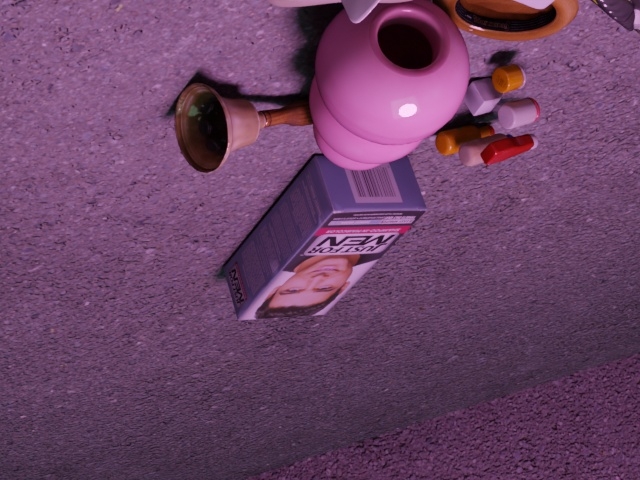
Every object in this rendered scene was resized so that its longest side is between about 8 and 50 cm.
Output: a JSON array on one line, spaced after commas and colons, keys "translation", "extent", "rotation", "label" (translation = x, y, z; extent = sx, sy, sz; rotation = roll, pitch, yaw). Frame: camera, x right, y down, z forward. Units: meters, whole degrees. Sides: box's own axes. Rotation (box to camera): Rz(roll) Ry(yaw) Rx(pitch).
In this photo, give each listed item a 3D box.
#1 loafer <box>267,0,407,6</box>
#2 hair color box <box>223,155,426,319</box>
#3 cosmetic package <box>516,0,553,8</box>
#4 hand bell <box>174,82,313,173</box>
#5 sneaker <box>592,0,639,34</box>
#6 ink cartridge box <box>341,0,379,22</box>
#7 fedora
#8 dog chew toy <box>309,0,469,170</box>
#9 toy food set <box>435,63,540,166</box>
[{"translation": [0.054, -0.347, 1.740], "extent": [0.269, 0.102, 0.092], "rotation": [-13, 161, -8], "label": "loafer"}, {"translation": [0.000, 0.000, 2.416], "extent": [0.185, 0.113, 0.374], "rotation": [-2, 152, -31], "label": "hair color box"}, {"translation": [0.297, -0.451, 1.618], "extent": [0.217, 0.156, 0.385], "rotation": [5, 148, -41], "label": "cosmetic package"}, {"translation": [-0.076, -0.174, 2.046], "extent": [0.242, 0.126, 0.126], "rotation": [-12, 158, -40], "label": "hand bell"}, {"translation": [0.439, -0.369, 1.950], "extent": [0.147, 0.145, 0.385], "rotation": [-51, 146, 18], "label": "sneaker"}, {"translation": [0.138, -0.409, 1.526], "extent": [0.119, 0.207, 0.353], "rotation": [-7, 155, -46], "label": "ink cartridge box"}, {"translation": [0.248, -0.334, 1.890], "extent": [0.194, 0.079, 0.194], "rotation": [8, 162, 3], "label": "fedora"}, {"translation": [0.076, -0.199, 1.963], "extent": [0.207, 0.206, 0.332], "rotation": [-9, 162, -17], "label": "dog chew toy"}, {"translation": [0.284, -0.189, 2.221], "extent": [0.105, 0.111, 0.232], "rotation": [-17, 158, -32], "label": "toy food set"}]
